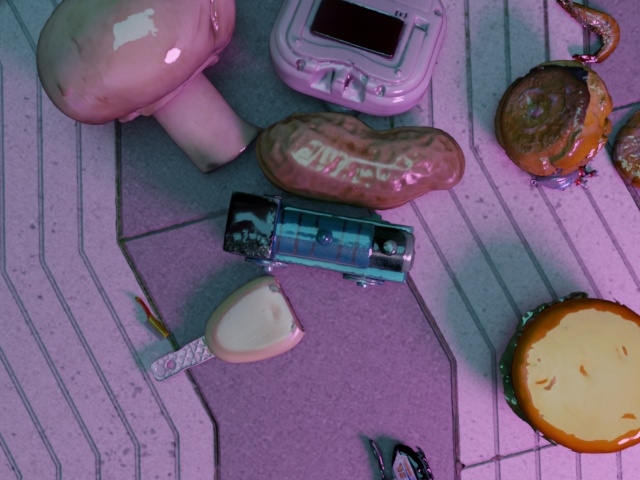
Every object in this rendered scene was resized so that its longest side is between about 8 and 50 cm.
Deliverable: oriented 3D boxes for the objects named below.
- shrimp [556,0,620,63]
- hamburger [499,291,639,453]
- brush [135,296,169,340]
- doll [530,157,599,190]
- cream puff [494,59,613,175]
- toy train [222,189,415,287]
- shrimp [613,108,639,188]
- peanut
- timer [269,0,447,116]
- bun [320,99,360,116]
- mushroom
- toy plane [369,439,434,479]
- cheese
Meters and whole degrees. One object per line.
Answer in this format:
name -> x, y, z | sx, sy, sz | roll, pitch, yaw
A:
shrimp -> 0.427, -0.345, 1.224 | 0.127, 0.025, 0.091 | 38, 90, 0
hamburger -> 0.397, 0.197, 1.133 | 0.246, 0.170, 0.246 | -2, 83, 13
brush -> -0.280, 0.127, 1.223 | 0.021, 0.019, 0.083 | -38, 89, 9
doll -> 0.393, -0.104, 1.210 | 0.114, 0.039, 0.057 | -16, 130, -8
cream puff -> 0.364, -0.190, 1.165 | 0.189, 0.129, 0.189 | -10, 75, 39
toy train -> 0.000, 0.000, 1.136 | 0.298, 0.194, 0.120 | 9, 87, 1
shrimp -> 0.582, -0.150, 1.204 | 0.217, 0.051, 0.150 | 2, 81, 5
peanut -> 0.062, -0.126, 1.169 | 0.325, 0.140, 0.153 | 1, 68, -2
timer -> 0.062, -0.326, 1.177 | 0.262, 0.087, 0.237 | 18, 70, 3
bun -> 0.037, -0.235, 1.217 | 0.083, 0.045, 0.083 | -1, 70, 2
mushroom -> -0.234, -0.250, 1.130 | 0.314, 0.314, 0.336 | -39, 108, 0
toy plane -> 0.145, 0.402, 1.192 | 0.078, 0.053, 0.197 | -20, 87, 8
cheese -> -0.156, 0.159, 1.204 | 0.252, 0.054, 0.127 | -28, 84, 0
